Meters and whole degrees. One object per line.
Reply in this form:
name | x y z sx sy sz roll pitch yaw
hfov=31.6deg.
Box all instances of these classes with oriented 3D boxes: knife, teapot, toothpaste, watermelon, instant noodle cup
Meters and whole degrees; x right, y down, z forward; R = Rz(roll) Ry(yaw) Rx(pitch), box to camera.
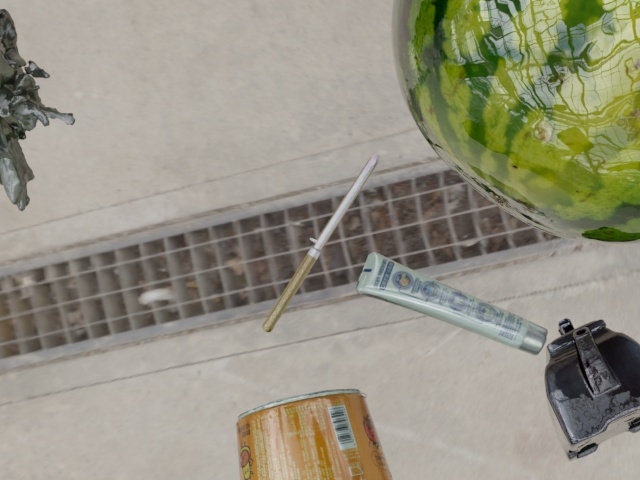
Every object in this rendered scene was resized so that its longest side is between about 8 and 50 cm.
knife | -0.001 -0.001 1.366 0.022 0.046 0.256 32 85 4
teapot | 0.209 0.106 0.876 0.087 0.177 0.096 -26 69 4
toothpaste | 0.161 0.081 1.385 0.239 0.039 0.062 22 62 -1
watermelon | 0.188 -0.135 0.730 0.285 0.285 0.285 1 93 15
instant noodle cup | -0.009 0.286 1.393 0.216 0.216 0.172 -17 73 15

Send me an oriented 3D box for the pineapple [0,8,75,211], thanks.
pineapple | -0.303 -0.149 0.892 0.169 0.340 0.169 -14 53 18
